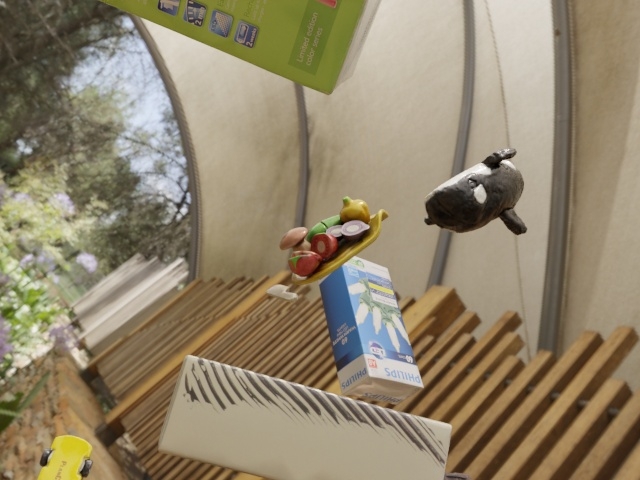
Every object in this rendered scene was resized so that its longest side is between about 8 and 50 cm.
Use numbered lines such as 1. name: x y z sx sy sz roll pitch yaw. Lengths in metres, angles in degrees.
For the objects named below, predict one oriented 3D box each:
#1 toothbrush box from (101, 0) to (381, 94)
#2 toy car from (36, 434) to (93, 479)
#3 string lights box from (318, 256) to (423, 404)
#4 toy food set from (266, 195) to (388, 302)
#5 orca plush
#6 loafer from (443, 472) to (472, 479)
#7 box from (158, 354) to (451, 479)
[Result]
1. toothbrush box: -0.074 -0.267 0.467 0.283 0.122 0.206 22 -66 1
2. toy car: -0.321 0.377 0.695 0.225 0.239 0.053 43 -40 13
3. string lights box: 0.084 0.157 1.100 0.133 0.077 0.260 20 41 -35
4. toy food set: 0.000 0.000 0.917 0.071 0.218 0.128 56 -11 -15
5. orca plush: 0.232 -0.038 0.830 0.102 0.151 0.287 55 17 12
6. loafer: 0.108 0.375 0.911 0.302 0.095 0.109 20 -41 -17
7. box: -0.017 0.198 0.620 0.275 0.094 0.113 16 -16 -7
